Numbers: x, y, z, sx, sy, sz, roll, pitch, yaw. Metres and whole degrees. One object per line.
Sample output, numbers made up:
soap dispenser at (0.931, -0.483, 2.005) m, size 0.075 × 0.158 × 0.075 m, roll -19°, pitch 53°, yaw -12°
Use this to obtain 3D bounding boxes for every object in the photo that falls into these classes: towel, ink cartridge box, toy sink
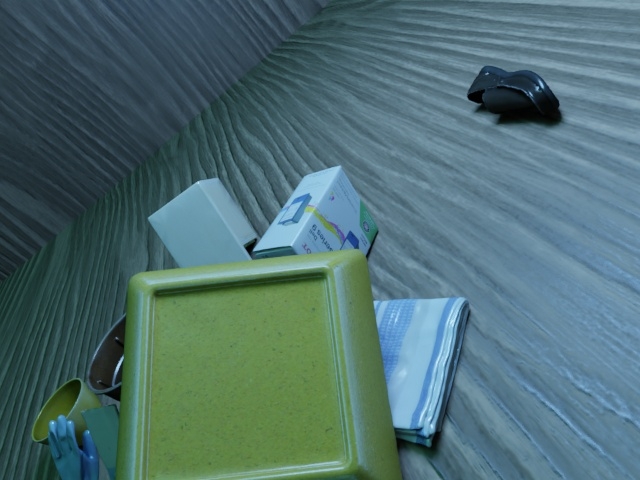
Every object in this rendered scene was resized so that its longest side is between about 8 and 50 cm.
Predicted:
towel at (0.064, 0.169, 0.705) m, size 0.284 × 0.034 × 0.209 m, roll -8°, pitch 44°, yaw 42°
ink cartridge box at (0.000, 0.000, 0.840) m, size 0.093 × 0.154 × 0.212 m, roll -9°, pitch 36°, yaw 39°
toy sink at (-0.248, -0.003, 1.128) m, size 0.152 × 0.234 × 0.131 m, roll -33°, pitch 3°, yaw 14°

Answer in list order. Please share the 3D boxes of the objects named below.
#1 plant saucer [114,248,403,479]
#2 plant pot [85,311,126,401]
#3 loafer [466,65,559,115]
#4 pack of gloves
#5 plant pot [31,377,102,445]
plant saucer at (-0.085, 0.161, 0.578) m, size 0.332 × 0.081 × 0.333 m, roll -7°, pitch 64°, yaw -1°
plant pot at (-0.226, 0.192, 0.740) m, size 0.166 × 0.165 × 0.167 m, roll -26°, pitch 35°, yaw 21°
loafer at (0.345, -0.260, 0.898) m, size 0.078 × 0.080 × 0.220 m, roll -47°, pitch 26°, yaw 9°
pack of gloves at (-0.318, 0.359, 0.747) m, size 0.194 × 0.232 × 0.046 m, roll -19°, pitch 3°, yaw 28°
plant pot at (-0.502, 0.366, 1.006) m, size 0.134 × 0.095 × 0.134 m, roll -28°, pitch 35°, yaw 21°
